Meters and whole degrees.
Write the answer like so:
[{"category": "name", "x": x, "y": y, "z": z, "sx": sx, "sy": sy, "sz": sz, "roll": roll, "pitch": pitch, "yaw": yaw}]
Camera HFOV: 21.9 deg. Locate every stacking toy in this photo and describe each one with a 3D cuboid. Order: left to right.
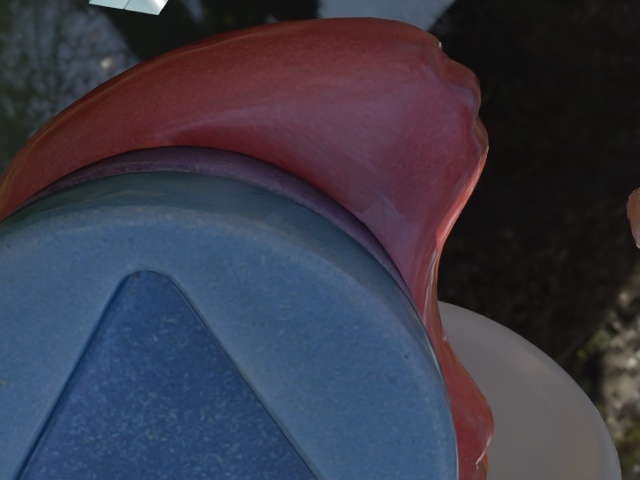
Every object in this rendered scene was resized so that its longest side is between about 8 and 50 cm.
[{"category": "stacking toy", "x": 0.046, "y": 0.104, "z": 0.413, "sx": 0.279, "sy": 0.309, "sz": 0.130, "roll": -10, "pitch": -156, "yaw": 9}]

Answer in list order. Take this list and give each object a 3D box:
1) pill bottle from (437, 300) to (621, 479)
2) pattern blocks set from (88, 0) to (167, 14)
[{"category": "pill bottle", "x": 0.015, "y": 0.168, "z": 0.779, "sx": 0.153, "sy": 0.153, "sz": 0.264, "roll": -16, "pitch": 143, "yaw": -48}, {"category": "pattern blocks set", "x": -0.107, "y": -0.219, "z": 0.855, "sx": 0.285, "sy": 0.026, "sz": 0.325, "roll": 12, "pitch": 152, "yaw": -32}]
